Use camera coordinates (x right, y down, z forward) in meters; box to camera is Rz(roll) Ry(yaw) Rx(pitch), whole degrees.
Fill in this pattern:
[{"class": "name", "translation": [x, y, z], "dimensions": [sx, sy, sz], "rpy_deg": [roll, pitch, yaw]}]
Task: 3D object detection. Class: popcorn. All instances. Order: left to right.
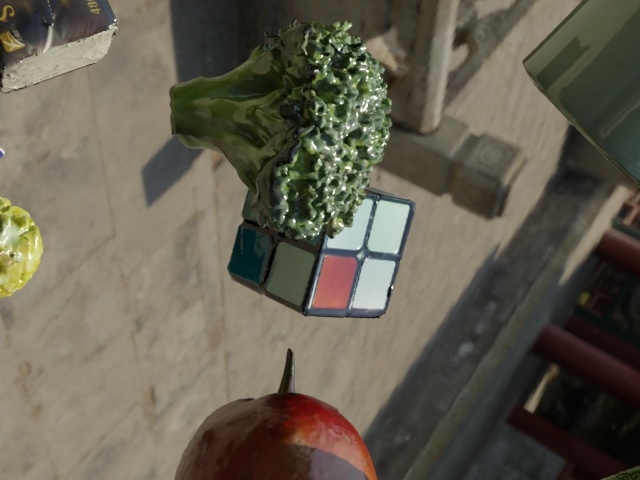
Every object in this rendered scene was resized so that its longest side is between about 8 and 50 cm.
[{"class": "popcorn", "translation": [-0.596, 0.002, 1.738], "dimensions": [0.198, 0.197, 0.213], "rpy_deg": [-50, 160, -29]}]

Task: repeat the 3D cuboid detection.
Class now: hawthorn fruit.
[{"class": "hawthorn fruit", "translation": [-0.052, 0.316, 1.233], "dimensions": [0.285, 0.284, 0.369], "rpy_deg": [64, 24, -67]}]

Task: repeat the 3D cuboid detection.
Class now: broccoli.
[{"class": "broccoli", "translation": [-0.044, -0.123, 1.115], "dimensions": [0.288, 0.245, 0.248], "rpy_deg": [-30, 117, -63]}]

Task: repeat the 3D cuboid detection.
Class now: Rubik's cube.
[{"class": "Rubik's cube", "translation": [0.000, 0.000, 1.377], "dimensions": [0.180, 0.167, 0.184], "rpy_deg": [10, 98, -49]}]

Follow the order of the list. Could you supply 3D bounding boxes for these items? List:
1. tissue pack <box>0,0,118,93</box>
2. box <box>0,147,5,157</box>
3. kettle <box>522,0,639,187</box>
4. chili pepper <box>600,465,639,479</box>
[{"class": "tissue pack", "translation": [-0.496, -0.449, 1.569], "dimensions": [0.209, 0.370, 0.198], "rpy_deg": [-26, -177, -17]}, {"class": "box", "translation": [-0.675, -0.142, 1.682], "dimensions": [0.200, 0.299, 0.106], "rpy_deg": [-49, 126, -7]}, {"class": "kettle", "translation": [0.357, -0.168, 0.763], "dimensions": [0.318, 0.265, 0.205], "rpy_deg": [-48, 150, 18]}, {"class": "chili pepper", "translation": [0.321, 0.317, 1.137], "dimensions": [0.359, 0.084, 0.076], "rpy_deg": [-53, -165, 37]}]
